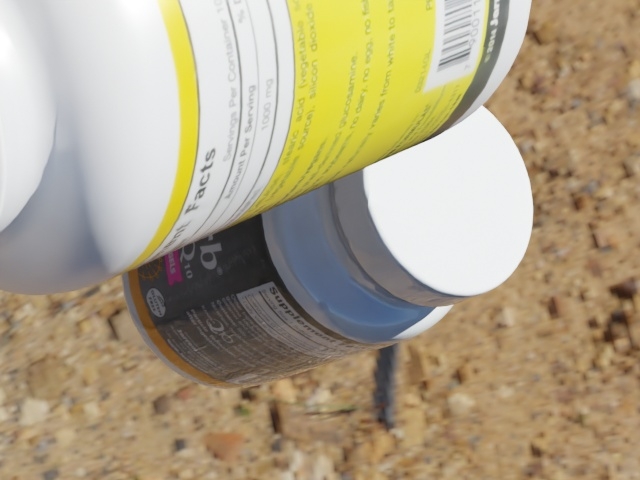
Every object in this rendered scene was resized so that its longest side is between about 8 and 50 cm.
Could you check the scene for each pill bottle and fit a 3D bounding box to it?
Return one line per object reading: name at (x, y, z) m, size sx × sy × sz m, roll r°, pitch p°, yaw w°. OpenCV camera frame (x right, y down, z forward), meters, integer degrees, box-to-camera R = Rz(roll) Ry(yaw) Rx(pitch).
pill bottle at (0.000, 0.000, 1.233) m, size 0.162 × 0.278 × 0.162 m, roll 11°, pitch 70°, yaw -33°
pill bottle at (-0.079, -0.089, 0.773) m, size 0.334 × 0.188 × 0.188 m, roll -24°, pitch 90°, yaw -43°
